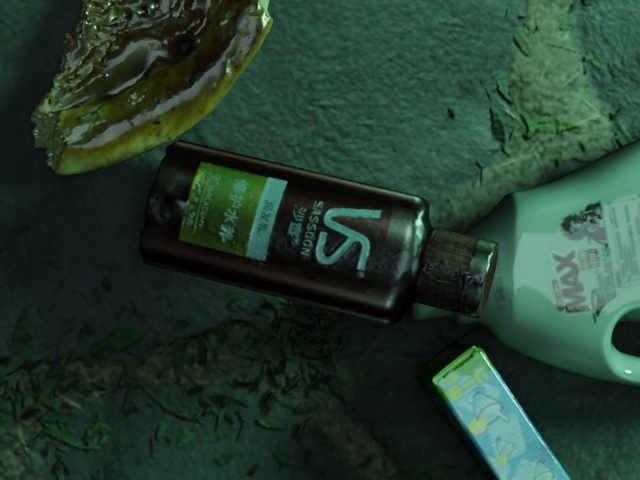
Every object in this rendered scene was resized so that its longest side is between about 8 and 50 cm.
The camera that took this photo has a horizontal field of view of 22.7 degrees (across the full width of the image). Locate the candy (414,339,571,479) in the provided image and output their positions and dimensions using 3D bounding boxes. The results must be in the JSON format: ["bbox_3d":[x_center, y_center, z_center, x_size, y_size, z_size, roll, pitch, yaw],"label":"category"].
[{"bbox_3d":[0.174,0.192,1.549,0.062,0.097,0.194,-35,94,-7],"label":"candy"}]

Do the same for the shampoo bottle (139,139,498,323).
[{"bbox_3d":[0.000,0.000,1.482,0.323,0.084,0.129,15,81,12],"label":"shampoo bottle"}]

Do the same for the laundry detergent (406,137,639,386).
[{"bbox_3d":[0.280,0.032,1.551,0.398,0.125,0.264,-10,92,-6],"label":"laundry detergent"}]

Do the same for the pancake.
[{"bbox_3d":[-0.183,-0.211,1.522,0.266,0.057,0.244,-25,93,-6],"label":"pancake"}]
